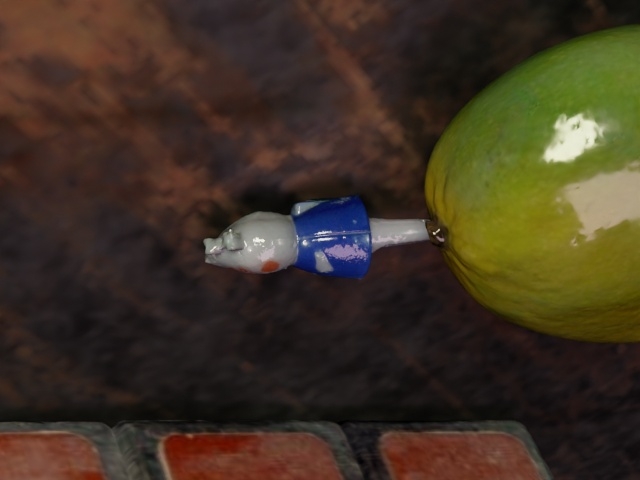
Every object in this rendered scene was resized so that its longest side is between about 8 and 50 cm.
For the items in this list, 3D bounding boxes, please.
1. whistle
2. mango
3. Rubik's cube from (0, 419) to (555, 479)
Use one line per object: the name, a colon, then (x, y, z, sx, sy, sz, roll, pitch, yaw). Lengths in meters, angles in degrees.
whistle: (0.000, 0.000, 0.514, 0.083, 0.029, 0.033, -4, 173, -15)
mango: (0.123, -0.014, 0.513, 0.191, 0.085, 0.122, 8, 127, -30)
Rubik's cube: (-0.045, 0.272, 0.574, 0.305, 0.304, 0.301, 6, 131, -29)
